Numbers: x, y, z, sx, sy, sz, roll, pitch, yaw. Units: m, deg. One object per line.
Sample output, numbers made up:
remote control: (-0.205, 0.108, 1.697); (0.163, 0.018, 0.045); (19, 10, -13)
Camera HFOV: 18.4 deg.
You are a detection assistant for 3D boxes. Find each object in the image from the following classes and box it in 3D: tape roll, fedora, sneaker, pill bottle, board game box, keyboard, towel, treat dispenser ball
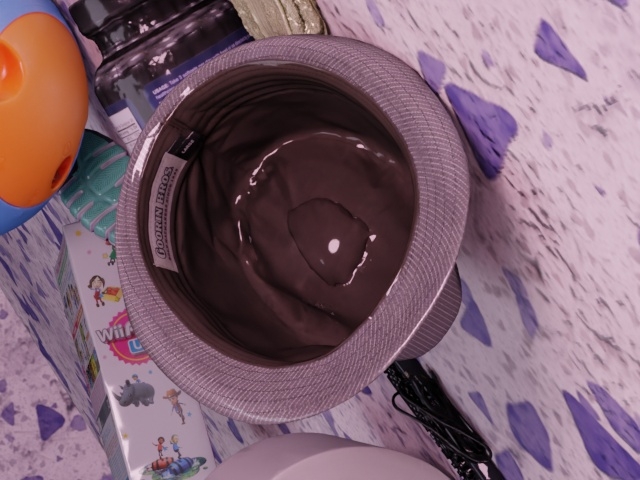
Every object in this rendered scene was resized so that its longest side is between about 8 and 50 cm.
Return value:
tape roll: (0.007, 0.288, 1.658); (0.246, 0.246, 0.169); (59, 165, -7)
fedora: (0.000, 0.000, 1.249); (0.275, 0.243, 0.124); (32, -177, 37)
sneaker: (-0.194, -0.014, 1.988); (0.223, 0.083, 0.098); (49, 167, 25)
pill bottle: (-0.085, -0.095, 1.414); (0.219, 0.123, 0.123); (60, 164, -8)
board game box: (-0.200, 0.138, 2.111); (0.224, 0.098, 0.303); (130, 124, -74)
keyboard: (0.079, 0.139, 1.532); (0.192, 0.038, 0.100); (52, 164, 15)
towel: (-0.050, -0.189, 1.300); (0.148, 0.027, 0.110); (62, 165, -16)
treat dispenser ball: (-0.365, -0.134, 1.879); (0.288, 0.288, 0.288); (51, 163, 22)
